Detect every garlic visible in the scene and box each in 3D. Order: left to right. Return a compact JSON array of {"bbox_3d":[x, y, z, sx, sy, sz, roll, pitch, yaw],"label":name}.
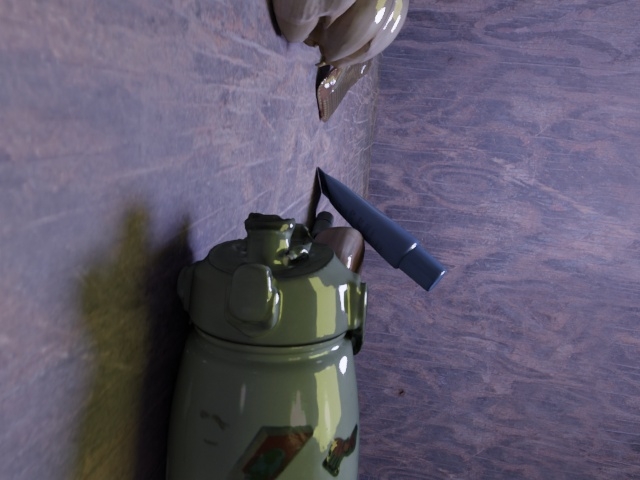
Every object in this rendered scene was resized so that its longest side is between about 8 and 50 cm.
[{"bbox_3d":[0.022,0.097,1.206,0.325,0.132,0.279,-67,176,-61],"label":"garlic"},{"bbox_3d":[0.040,-0.364,0.802,0.281,0.184,0.203,-61,173,-69],"label":"garlic"}]

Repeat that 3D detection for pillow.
[{"bbox_3d":[0.058,-0.376,1.177,0.211,0.034,0.135,-53,159,-16],"label":"pillow"}]

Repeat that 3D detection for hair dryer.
[{"bbox_3d":[0.000,0.000,1.329,0.137,0.047,0.082,99,6,-46],"label":"hair dryer"}]

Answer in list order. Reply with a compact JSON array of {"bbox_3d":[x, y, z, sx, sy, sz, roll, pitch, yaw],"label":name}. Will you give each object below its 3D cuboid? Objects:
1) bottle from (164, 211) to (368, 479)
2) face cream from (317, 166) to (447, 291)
[{"bbox_3d":[-0.057,0.141,0.555,0.229,0.229,0.352,-43,136,-77],"label":"bottle"},{"bbox_3d":[0.133,-0.029,1.239,0.086,0.385,0.135,-43,160,-12],"label":"face cream"}]
